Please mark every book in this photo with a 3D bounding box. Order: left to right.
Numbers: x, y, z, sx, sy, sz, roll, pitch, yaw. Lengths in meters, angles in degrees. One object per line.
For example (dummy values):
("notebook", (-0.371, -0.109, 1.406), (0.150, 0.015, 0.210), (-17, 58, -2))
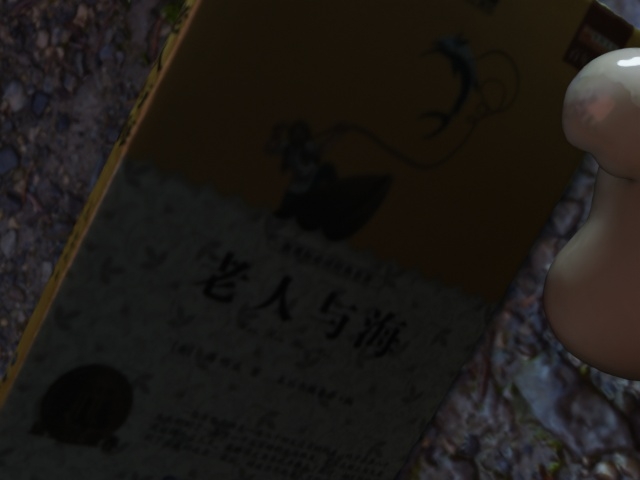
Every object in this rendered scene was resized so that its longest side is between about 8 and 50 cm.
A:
("book", (0.000, 0.000, 0.569), (0.388, 0.269, 0.032), (-63, 33, 10))

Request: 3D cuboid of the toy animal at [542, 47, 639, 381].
("toy animal", (0.198, 0.025, 0.435), (0.247, 0.345, 0.277), (43, 138, 11))
